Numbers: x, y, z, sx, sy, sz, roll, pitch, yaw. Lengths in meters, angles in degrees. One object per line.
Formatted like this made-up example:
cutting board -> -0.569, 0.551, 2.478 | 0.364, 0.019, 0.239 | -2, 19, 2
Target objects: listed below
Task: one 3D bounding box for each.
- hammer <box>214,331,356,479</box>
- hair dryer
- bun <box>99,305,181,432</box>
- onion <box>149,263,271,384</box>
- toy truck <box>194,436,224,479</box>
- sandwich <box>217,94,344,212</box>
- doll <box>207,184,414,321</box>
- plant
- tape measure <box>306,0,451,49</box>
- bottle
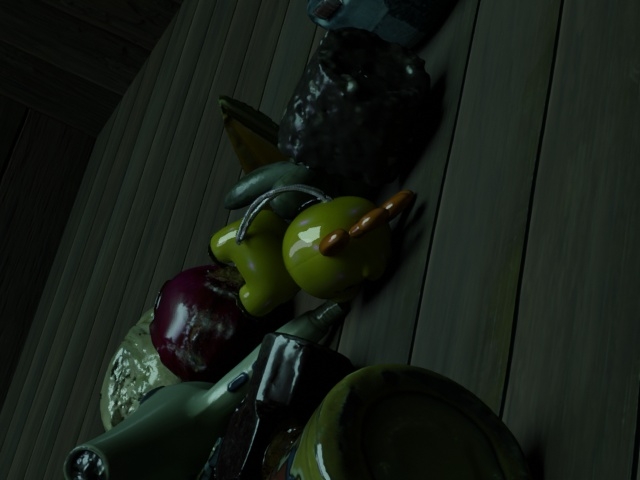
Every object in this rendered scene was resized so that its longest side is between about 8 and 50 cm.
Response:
hammer -> 0.009, 0.209, 1.546 | 0.409, 0.095, 0.242 | -4, 63, 68
hair dryer -> -0.137, 0.179, 1.823 | 0.296, 0.119, 0.298 | -27, -16, -45
bun -> -0.224, 0.179, 2.320 | 0.210, 0.116, 0.237 | -63, 12, 6
onion -> -0.140, 0.117, 2.046 | 0.198, 0.135, 0.173 | -63, -6, 15
toy truck -> -0.102, 0.270, 1.822 | 0.169, 0.077, 0.100 | -64, 4, 10
sandwich -> -0.073, -0.060, 2.046 | 0.144, 0.187, 0.117 | -56, 16, 13
doll -> 0.000, 0.000, 1.774 | 0.221, 0.135, 0.143 | -25, 2, 42
plant -> 0.011, -0.091, 1.881 | 0.274, 0.146, 0.149 | -57, -2, 38
tape measure -> 0.087, -0.351, 2.001 | 0.275, 0.147, 0.256 | -49, 21, 45
bottle -> 0.000, 0.258, 1.288 | 0.351, 0.171, 0.171 | -55, 18, 39
